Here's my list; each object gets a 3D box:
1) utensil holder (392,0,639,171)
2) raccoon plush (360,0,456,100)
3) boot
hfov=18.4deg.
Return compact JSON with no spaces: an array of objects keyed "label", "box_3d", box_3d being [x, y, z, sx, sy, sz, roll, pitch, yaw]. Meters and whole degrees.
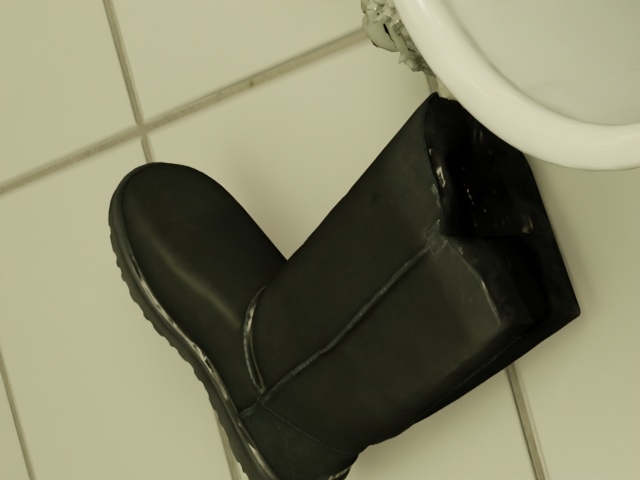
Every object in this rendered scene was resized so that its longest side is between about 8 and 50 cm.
[{"label":"utensil holder","box_3d":[0.261,-0.232,1.049,0.327,0.385,0.328,24,121,48]},{"label":"raccoon plush","box_3d":[0.114,-0.291,1.363,0.299,0.216,0.446,57,155,15]},{"label":"boot","box_3d":[0.001,0.002,1.718,0.367,0.146,0.445,57,147,9]}]
